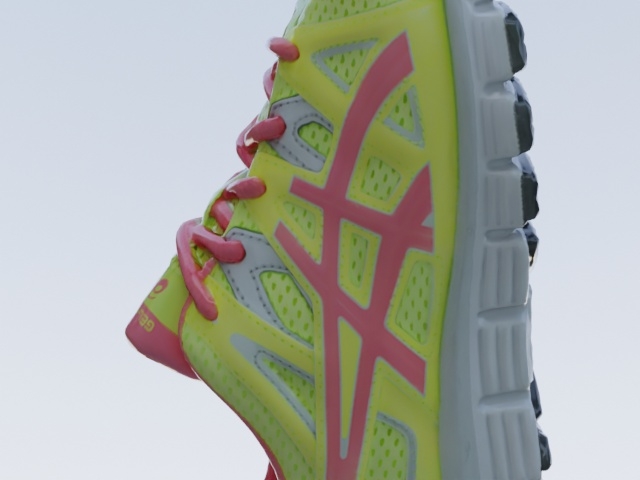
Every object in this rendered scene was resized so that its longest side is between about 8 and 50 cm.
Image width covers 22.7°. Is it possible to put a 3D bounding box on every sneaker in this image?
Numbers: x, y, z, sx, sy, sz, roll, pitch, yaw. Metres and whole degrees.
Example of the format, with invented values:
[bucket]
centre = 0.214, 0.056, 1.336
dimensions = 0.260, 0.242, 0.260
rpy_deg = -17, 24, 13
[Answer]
[sneaker]
centre = 0.000, 0.000, 0.364
dimensions = 0.094, 0.081, 0.208
rpy_deg = -5, -84, 0
